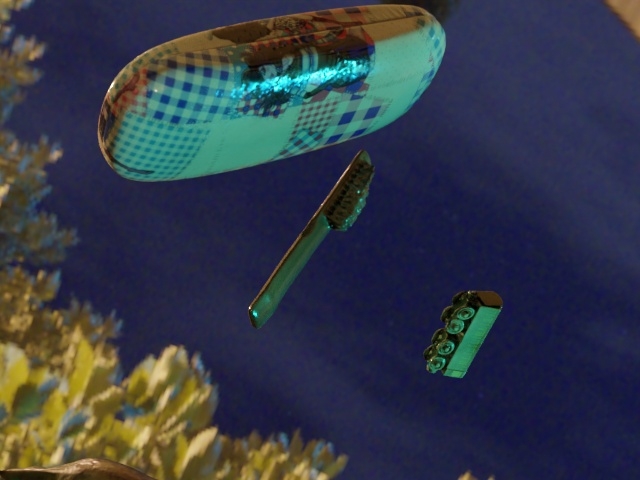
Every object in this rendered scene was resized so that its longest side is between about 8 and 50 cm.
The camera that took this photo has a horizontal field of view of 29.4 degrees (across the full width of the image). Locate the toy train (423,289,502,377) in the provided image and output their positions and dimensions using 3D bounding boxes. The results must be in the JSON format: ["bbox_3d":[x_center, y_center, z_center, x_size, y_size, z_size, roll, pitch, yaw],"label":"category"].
[{"bbox_3d":[0.193,0.126,1.673,0.071,0.148,0.038,7,-144,-23],"label":"toy train"}]

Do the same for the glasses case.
[{"bbox_3d":[-0.032,-0.124,1.007,0.327,0.125,0.076,-16,-124,-34],"label":"glasses case"}]

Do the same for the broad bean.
[{"bbox_3d":[-0.178,0.265,1.227,0.339,0.077,0.061,13,-122,22],"label":"broad bean"}]

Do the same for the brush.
[{"bbox_3d":[0.000,0.000,1.034,0.027,0.034,0.190,23,-120,24],"label":"brush"}]
